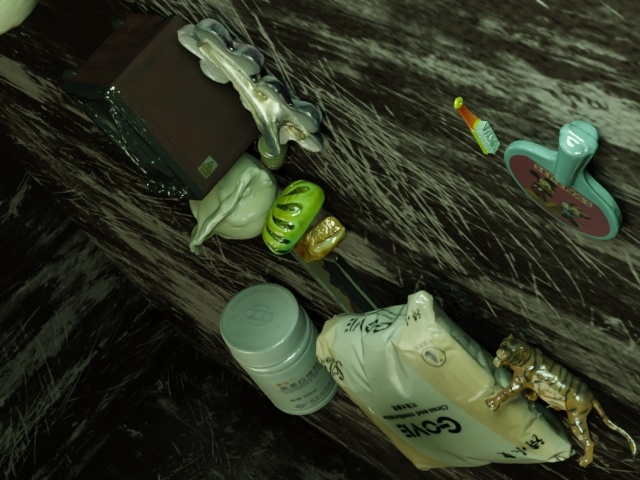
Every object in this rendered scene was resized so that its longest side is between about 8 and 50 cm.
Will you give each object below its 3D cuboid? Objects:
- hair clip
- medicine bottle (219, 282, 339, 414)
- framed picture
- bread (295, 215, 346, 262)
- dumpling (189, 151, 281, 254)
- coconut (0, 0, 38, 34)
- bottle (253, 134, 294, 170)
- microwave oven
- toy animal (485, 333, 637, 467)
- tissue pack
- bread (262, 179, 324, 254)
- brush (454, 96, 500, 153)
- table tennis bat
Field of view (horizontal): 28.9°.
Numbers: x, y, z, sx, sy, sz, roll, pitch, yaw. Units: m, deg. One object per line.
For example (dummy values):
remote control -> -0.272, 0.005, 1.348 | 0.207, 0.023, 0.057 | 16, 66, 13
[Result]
hair clip -> -0.095, -0.209, 1.730 | 0.257, 0.075, 0.146 | 50, 162, -12
medicine bottle -> -0.089, 0.250, 2.842 | 0.190, 0.190, 0.332 | 30, 163, 34
framed picture -> 0.054, 0.098, 2.376 | 0.265, 0.018, 0.192 | 49, 162, -30
bread -> 0.000, 0.000, 2.104 | 0.053, 0.074, 0.132 | 51, 164, 0
dumpling -> -0.156, -0.056, 2.079 | 0.147, 0.193, 0.258 | 45, 163, -1
coconut -> -0.553, -0.421, 1.730 | 0.353, 0.352, 0.352 | 37, 166, 11
bottle -> -0.074, -0.138, 1.934 | 0.063, 0.047, 0.101 | 49, 171, 8
microwave oven -> -0.242, -0.199, 1.879 | 0.247, 0.188, 0.178 | 48, 164, -31
toy animal -> 0.376, 0.241, 1.875 | 0.255, 0.114, 0.116 | 31, 121, 17
tissue pack -> 0.204, 0.240, 2.106 | 0.390, 0.195, 0.375 | 44, 153, -16
bread -> -0.047, -0.040, 2.005 | 0.071, 0.130, 0.139 | 30, -176, -1
brush -> 0.174, -0.129, 1.377 | 0.021, 0.018, 0.083 | 8, 147, 47
table tennis bat -> 0.262, -0.068, 1.317 | 0.153, 0.040, 0.244 | 37, 170, 13
